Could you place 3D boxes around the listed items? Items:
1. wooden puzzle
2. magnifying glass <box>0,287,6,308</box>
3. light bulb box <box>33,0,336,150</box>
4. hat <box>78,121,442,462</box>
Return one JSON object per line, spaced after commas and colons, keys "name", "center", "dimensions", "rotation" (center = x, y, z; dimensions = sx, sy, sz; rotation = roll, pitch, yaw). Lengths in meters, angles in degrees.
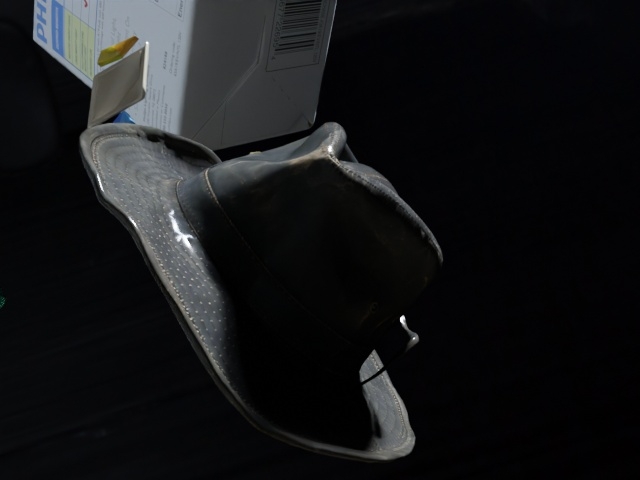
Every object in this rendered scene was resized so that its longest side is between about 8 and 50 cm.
{"name": "wooden puzzle", "center": [-0.174, -0.133, 0.908], "dimensions": [0.014, 0.078, 0.116], "rotation": [38, 42, -39]}
{"name": "magnifying glass", "center": [-0.389, 0.060, 1.118], "dimensions": [0.026, 0.092, 0.231], "rotation": [60, -18, 11]}
{"name": "light bulb box", "center": [-0.174, -0.353, 1.316], "dimensions": [0.361, 0.225, 0.358], "rotation": [39, -50, 36]}
{"name": "hat", "center": [0.000, 0.000, 0.718], "dimensions": [0.331, 0.134, 0.331], "rotation": [47, 14, -15]}
